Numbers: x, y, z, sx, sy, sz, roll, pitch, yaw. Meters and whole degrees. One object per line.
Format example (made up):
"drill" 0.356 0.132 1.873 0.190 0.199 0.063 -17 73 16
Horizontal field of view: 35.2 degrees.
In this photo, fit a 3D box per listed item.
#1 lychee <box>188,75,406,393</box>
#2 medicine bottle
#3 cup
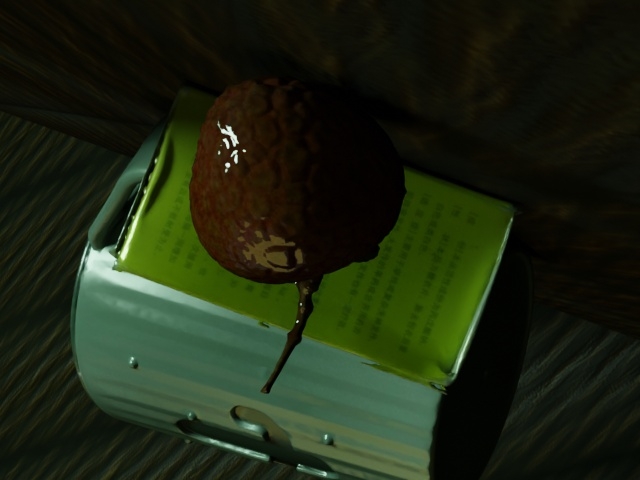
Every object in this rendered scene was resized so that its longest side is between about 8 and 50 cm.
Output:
"lychee" -0.016 -0.018 0.503 0.101 0.114 0.140 52 165 30
"medicine bottle" 0.000 0.000 0.717 0.250 0.141 0.137 20 176 4
"cup" -0.033 0.074 0.972 0.392 0.310 0.401 14 178 26
